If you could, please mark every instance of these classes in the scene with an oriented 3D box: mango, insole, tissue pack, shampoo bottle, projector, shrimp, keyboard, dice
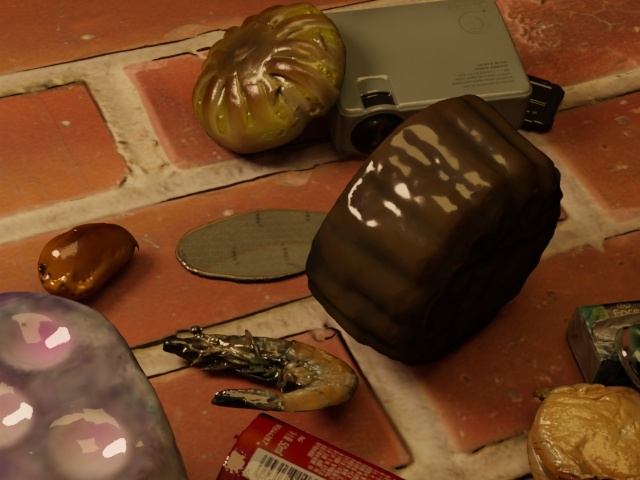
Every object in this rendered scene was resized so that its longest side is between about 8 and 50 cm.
[{"bbox_3d":[-0.264,0.021,1.497,0.127,0.063,0.077,-32,94,-36],"label":"mango"},{"bbox_3d":[0.000,0.000,1.591,0.348,0.009,0.119,-3,47,-10],"label":"insole"},{"bbox_3d":[0.347,0.107,1.490,0.111,0.079,0.085,-5,49,-13],"label":"tissue pack"},{"bbox_3d":[0.052,0.275,1.291,0.314,0.076,0.118,23,38,13],"label":"shampoo bottle"},{"bbox_3d":[0.125,-0.211,1.732,0.256,0.099,0.192,-8,52,-11],"label":"projector"},{"bbox_3d":[-0.069,0.139,1.393,0.217,0.051,0.150,10,21,8],"label":"shrimp"},{"bbox_3d":[0.200,-0.217,1.820,0.262,0.016,0.106,19,47,11],"label":"keyboard"},{"bbox_3d":[-0.276,0.228,1.154,0.271,0.270,0.270,-19,53,-24],"label":"dice"}]

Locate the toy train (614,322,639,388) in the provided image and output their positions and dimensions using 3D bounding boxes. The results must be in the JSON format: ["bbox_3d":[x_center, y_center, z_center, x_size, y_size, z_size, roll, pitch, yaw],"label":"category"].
[{"bbox_3d":[0.433,0.172,1.353,0.221,0.150,0.304,26,41,-33],"label":"toy train"}]

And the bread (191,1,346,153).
[{"bbox_3d":[-0.069,-0.211,1.658,0.213,0.105,0.213,-21,51,29],"label":"bread"}]

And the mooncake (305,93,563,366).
[{"bbox_3d":[0.128,-0.004,1.429,0.161,0.290,0.290,41,54,21],"label":"mooncake"}]

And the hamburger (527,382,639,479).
[{"bbox_3d":[0.284,0.216,1.378,0.138,0.083,0.147,5,48,-8],"label":"hamburger"}]
